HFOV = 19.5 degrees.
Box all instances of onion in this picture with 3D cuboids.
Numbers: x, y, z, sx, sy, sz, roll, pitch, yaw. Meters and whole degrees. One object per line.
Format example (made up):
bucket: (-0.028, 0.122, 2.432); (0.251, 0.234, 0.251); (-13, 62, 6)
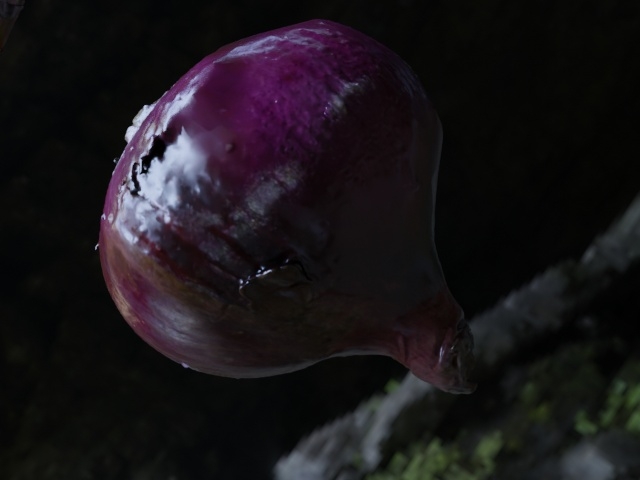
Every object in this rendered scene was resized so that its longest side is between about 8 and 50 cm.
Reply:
onion: (0.000, 0.000, 1.679); (0.347, 0.385, 0.348); (-49, -5, -6)

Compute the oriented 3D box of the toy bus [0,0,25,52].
toy bus: (-0.140, -0.232, 0.946); (0.112, 0.090, 0.274); (104, -170, -70)
